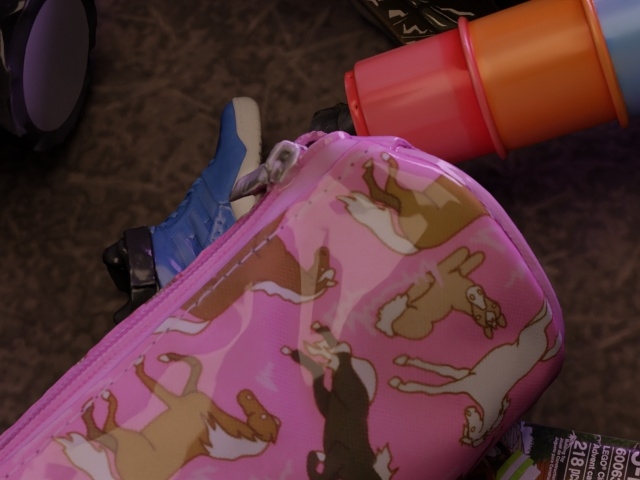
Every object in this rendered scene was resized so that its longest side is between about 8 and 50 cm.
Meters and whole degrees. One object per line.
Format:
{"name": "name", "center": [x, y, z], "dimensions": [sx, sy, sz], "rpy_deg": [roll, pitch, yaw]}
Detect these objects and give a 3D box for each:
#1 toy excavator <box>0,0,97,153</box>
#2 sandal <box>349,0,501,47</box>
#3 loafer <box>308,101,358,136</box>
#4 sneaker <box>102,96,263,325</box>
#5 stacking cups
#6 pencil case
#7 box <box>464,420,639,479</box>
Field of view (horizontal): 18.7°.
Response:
{"name": "toy excavator", "center": [-0.216, -0.283, 1.084], "dimensions": [0.222, 0.433, 0.445], "rpy_deg": [11, 93, 18]}
{"name": "sandal", "center": [0.041, -0.157, 1.099], "dimensions": [0.072, 0.049, 0.180], "rpy_deg": [-37, 78, -1]}
{"name": "loafer", "center": [0.000, 0.000, 1.021], "dimensions": [0.061, 0.062, 0.170], "rpy_deg": [8, 58, 31]}
{"name": "sneaker", "center": [-0.073, -0.008, 1.032], "dimensions": [0.084, 0.058, 0.152], "rpy_deg": [2, 70, 2]}
{"name": "stacking cups", "center": [0.167, -0.108, 0.944], "dimensions": [0.316, 0.096, 0.096], "rpy_deg": [-15, 61, 8]}
{"name": "pencil case", "center": [-0.070, 0.119, 0.849], "dimensions": [0.167, 0.160, 0.386], "rpy_deg": [41, 73, 18]}
{"name": "box", "center": [0.102, 0.202, 0.900], "dimensions": [0.159, 0.044, 0.233], "rpy_deg": [8, 65, 15]}
